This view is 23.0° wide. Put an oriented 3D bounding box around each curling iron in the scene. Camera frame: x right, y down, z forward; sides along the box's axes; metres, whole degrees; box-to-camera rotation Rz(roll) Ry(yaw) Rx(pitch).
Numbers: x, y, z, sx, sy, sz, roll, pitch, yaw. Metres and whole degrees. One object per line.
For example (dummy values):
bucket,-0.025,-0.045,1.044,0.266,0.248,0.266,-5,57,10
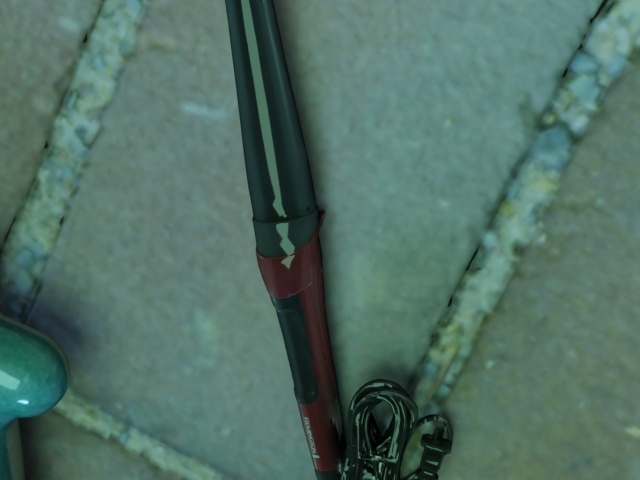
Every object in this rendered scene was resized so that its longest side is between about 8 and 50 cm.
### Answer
curling iron,0.000,0.000,0.700,0.068,0.035,0.274,-13,102,12

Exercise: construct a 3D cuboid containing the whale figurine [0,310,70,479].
whale figurine,-0.211,0.107,0.722,0.216,0.141,0.272,-26,98,18
